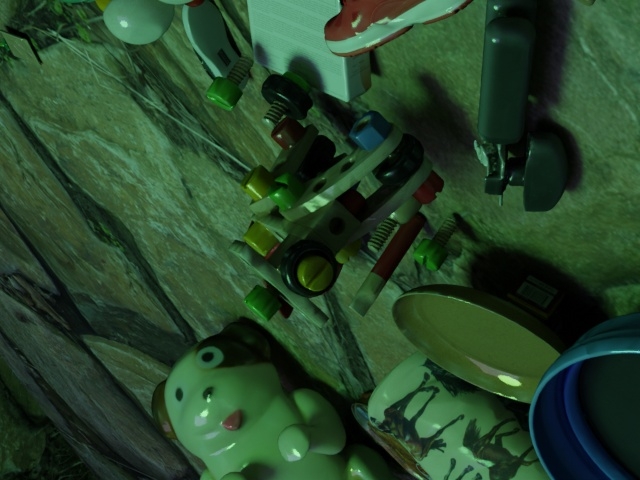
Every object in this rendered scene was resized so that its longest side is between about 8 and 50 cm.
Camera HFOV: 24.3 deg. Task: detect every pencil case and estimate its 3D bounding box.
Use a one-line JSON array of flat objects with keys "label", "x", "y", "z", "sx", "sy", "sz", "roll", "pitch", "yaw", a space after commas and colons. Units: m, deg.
[{"label": "pencil case", "x": 0.234, "y": 0.300, "z": 1.857, "sx": 0.410, "sy": 0.160, "sz": 0.183, "roll": 45, "pitch": 128, "yaw": 30}]

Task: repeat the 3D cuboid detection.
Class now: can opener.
[{"label": "can opener", "x": 0.188, "y": -0.129, "z": 1.401, "sx": 0.093, "sy": 0.074, "sz": 0.280, "roll": 0, "pitch": 148, "yaw": 8}]

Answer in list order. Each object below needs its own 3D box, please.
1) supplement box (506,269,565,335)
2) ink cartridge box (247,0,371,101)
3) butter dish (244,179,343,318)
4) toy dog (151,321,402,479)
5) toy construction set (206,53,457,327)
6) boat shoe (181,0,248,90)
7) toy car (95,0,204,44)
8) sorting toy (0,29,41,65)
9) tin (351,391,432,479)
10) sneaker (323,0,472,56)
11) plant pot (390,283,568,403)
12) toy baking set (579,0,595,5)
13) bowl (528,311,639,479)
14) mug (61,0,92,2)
[{"label": "supplement box", "x": 0.245, "y": 0.081, "z": 1.693, "sx": 0.055, "sy": 0.043, "sz": 0.083, "roll": 29, "pitch": 154, "yaw": 22}, {"label": "ink cartridge box", "x": -0.016, "y": -0.249, "z": 1.563, "sx": 0.145, "sy": 0.045, "sz": 0.179, "roll": 27, "pitch": 135, "yaw": 35}, {"label": "butter dish", "x": -0.008, "y": -0.002, "z": 1.869, "sx": 0.118, "sy": 0.160, "sz": 0.160, "roll": 1, "pitch": 139, "yaw": 25}, {"label": "toy dog", "x": -0.078, "y": 0.324, "z": 2.442, "sx": 0.408, "sy": 0.284, "sz": 0.395, "roll": 48, "pitch": -166, "yaw": -17}, {"label": "toy construction set", "x": 0.000, "y": 0.000, "z": 1.622, "sx": 0.257, "sy": 0.237, "sz": 0.309, "roll": 22, "pitch": 163, "yaw": 40}, {"label": "boat shoe", "x": -0.132, "y": -0.230, "z": 1.753, "sx": 0.040, "sy": 0.049, "sz": 0.142, "roll": 22, "pitch": 152, "yaw": 41}, {"label": "toy car", "x": -0.156, "y": -0.298, "z": 1.563, "sx": 0.182, "sy": 0.136, "sz": 0.159, "roll": -38, "pitch": 59, "yaw": 42}, {"label": "sorting toy", "x": -0.455, "y": -0.293, "z": 2.220, "sx": 0.083, "sy": 0.012, "sz": 0.062, "roll": 23, "pitch": 156, "yaw": 33}, {"label": "tin", "x": 0.128, "y": 0.307, "z": 2.304, "sx": 0.190, "sy": 0.040, "sz": 0.106, "roll": 46, "pitch": 162, "yaw": -7}, {"label": "sneaker", "x": 0.058, "y": -0.255, "z": 1.377, "sx": 0.221, "sy": 0.087, "sz": 0.128, "roll": -16, "pitch": 111, "yaw": 51}, {"label": "plant pot", "x": 0.193, "y": 0.115, "z": 1.707, "sx": 0.236, "sy": 0.032, "sz": 0.236, "roll": 24, "pitch": 157, "yaw": 11}, {"label": "toy baking set", "x": 0.160, "y": -0.293, "z": 1.186, "sx": 0.256, "sy": 0.030, "sz": 0.196, "roll": 43, "pitch": 153, "yaw": -17}, {"label": "bowl", "x": 0.409, "y": 0.224, "z": 1.541, "sx": 0.391, "sy": 0.077, "sz": 0.391, "roll": 23, "pitch": 145, "yaw": 18}, {"label": "mug", "x": -0.259, "y": -0.329, "z": 1.677, "sx": 0.157, "sy": 0.129, "sz": 0.097, "roll": 12, "pitch": 144, "yaw": 51}]
